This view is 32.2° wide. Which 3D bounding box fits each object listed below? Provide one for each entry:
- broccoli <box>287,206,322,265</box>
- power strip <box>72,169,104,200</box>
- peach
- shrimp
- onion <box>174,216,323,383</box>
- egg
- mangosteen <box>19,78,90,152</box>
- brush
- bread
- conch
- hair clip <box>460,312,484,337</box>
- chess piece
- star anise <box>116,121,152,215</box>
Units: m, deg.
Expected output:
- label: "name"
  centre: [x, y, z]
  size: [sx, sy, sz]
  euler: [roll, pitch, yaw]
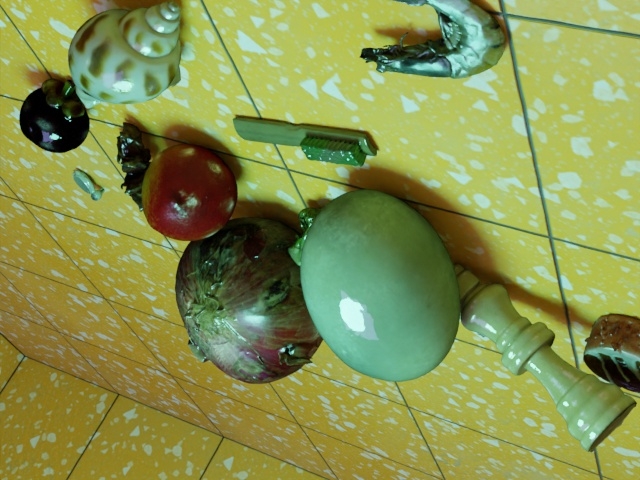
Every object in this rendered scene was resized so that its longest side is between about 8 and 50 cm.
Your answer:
- label: "broccoli"
  centre: [0.000, 0.000, 2.025]
  size: [0.131, 0.120, 0.130]
  euler: [50, 164, 40]
- label: "power strip"
  centre: [-0.518, -0.127, 2.478]
  size: [0.083, 0.035, 0.055]
  euler: [49, 153, -11]
- label: "peach"
  centre: [-0.242, -0.086, 2.041]
  size: [0.197, 0.197, 0.197]
  euler: [24, 156, 11]
- label: "shrimp"
  centre: [0.130, -0.268, 1.425]
  size: [0.217, 0.051, 0.150]
  euler: [0, 141, 36]
- label: "onion"
  centre: [-0.128, 0.120, 2.174]
  size: [0.354, 0.353, 0.353]
  euler: [24, 156, 11]
- label: "egg"
  centre: [0.102, 0.079, 1.876]
  size: [0.258, 0.258, 0.352]
  euler: [1, 127, 48]
- label: "mangosteen"
  centre: [-0.500, -0.243, 2.115]
  size: [0.137, 0.137, 0.151]
  euler: [31, 123, -5]
- label: "brush"
  centre: [-0.035, -0.162, 1.830]
  size: [0.282, 0.048, 0.054]
  euler: [13, 149, 36]
- label: "bread"
  centre: [0.524, 0.195, 1.880]
  size: [0.160, 0.073, 0.160]
  euler: [26, 158, 11]
- label: "conch"
  centre: [-0.299, -0.291, 1.735]
  size: [0.275, 0.183, 0.148]
  euler: [-3, 110, 42]
- label: "hair clip"
  centre: [0.254, 0.130, 2.109]
  size: [0.226, 0.034, 0.072]
  euler: [26, 153, 13]
- label: "chess piece"
  centre: [0.357, 0.182, 1.909]
  size: [0.397, 0.117, 0.117]
  euler: [45, 164, 23]
- label: "star anise"
  centre: [-0.357, -0.138, 2.162]
  size: [0.073, 0.177, 0.234]
  euler: [-10, 177, -8]
